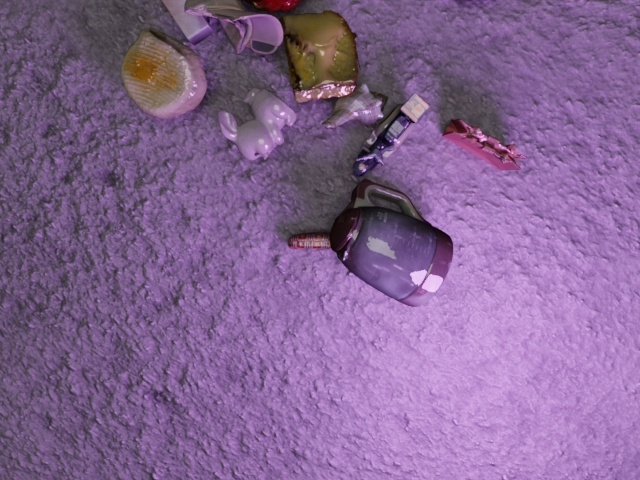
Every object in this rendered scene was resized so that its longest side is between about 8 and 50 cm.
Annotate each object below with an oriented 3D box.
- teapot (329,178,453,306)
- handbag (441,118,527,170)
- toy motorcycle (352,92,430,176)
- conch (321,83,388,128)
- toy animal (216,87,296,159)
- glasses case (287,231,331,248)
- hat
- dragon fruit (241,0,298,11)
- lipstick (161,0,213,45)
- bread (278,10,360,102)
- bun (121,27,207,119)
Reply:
[{"bbox_3d":[0.186,-0.014,1.391,0.312,0.233,0.315,26,58,-14],"label":"teapot"},{"bbox_3d":[0.456,-0.268,1.388,0.212,0.157,0.059,29,98,-4],"label":"handbag"},{"bbox_3d":[0.184,-0.284,1.388,0.091,0.157,0.263,41,95,-4],"label":"toy motorcycle"},{"bbox_3d":[0.095,-0.381,1.387,0.233,0.137,0.114,-8,111,-18],"label":"conch"},{"bbox_3d":[-0.176,-0.333,1.395,0.193,0.127,0.178,-43,94,7],"label":"toy animal"},{"bbox_3d":[0.000,0.000,1.471,0.194,0.073,0.049,0,89,-1],"label":"glasses case"},{"bbox_3d":[-0.214,-0.595,1.295,0.226,0.219,0.164,-6,80,25],"label":"hat"},{"bbox_3d":[-0.136,-0.724,1.290,0.241,0.241,0.252,-20,116,3],"label":"dragon fruit"},{"bbox_3d":[-0.434,-0.724,1.361,0.076,0.080,0.371,-33,98,3],"label":"lipstick"},{"bbox_3d":[0.006,-0.491,1.359,0.204,0.162,0.262,-9,75,3],"label":"bread"},{"bbox_3d":[-0.416,-0.457,1.367,0.243,0.153,0.244,6,109,17],"label":"bun"}]
